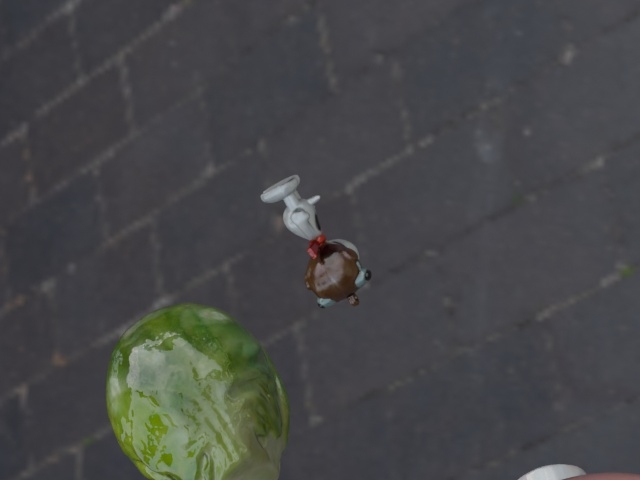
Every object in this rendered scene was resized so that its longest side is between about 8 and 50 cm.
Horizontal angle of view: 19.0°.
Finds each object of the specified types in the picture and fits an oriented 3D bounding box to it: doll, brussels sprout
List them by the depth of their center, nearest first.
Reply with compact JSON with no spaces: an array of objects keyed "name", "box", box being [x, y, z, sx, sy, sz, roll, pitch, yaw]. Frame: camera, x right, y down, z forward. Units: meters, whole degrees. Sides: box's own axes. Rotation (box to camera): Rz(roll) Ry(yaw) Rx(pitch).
[{"name":"doll","box":[-0.002,0.000,1.184,0.040,0.085,0.058,-30,26,12]},{"name":"brussels sprout","box":[-0.085,0.116,1.378,0.117,0.155,0.155,-45,50,19]}]

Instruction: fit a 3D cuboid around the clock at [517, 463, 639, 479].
[{"name":"clock","box":[0.148,0.230,1.010,0.227,0.142,0.241,-32,54,26]}]
